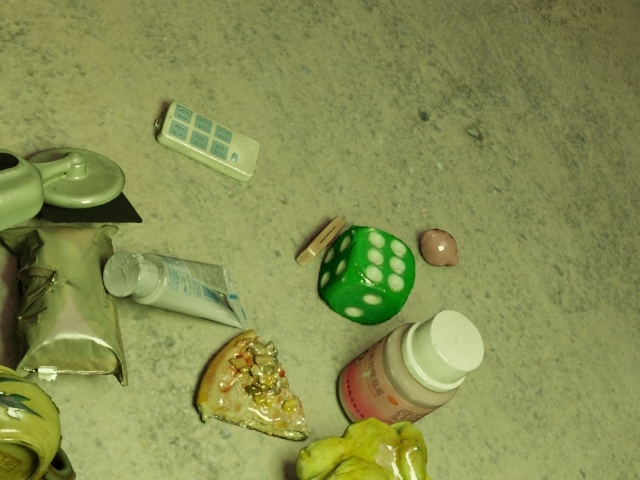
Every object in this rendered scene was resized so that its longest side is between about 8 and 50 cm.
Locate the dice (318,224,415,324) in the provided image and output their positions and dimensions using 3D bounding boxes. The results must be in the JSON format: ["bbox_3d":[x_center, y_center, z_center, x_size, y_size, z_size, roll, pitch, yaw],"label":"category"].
[{"bbox_3d":[0.080,0.058,1.896,0.131,0.120,0.128,26,50,-18],"label":"dice"}]

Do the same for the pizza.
[{"bbox_3d":[-0.087,0.239,1.706,0.195,0.052,0.185,40,49,-7],"label":"pizza"}]

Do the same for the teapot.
[{"bbox_3d":[-0.414,0.229,1.412,0.269,0.173,0.182,41,13,-46],"label":"teapot"}]

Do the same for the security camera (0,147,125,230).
[{"bbox_3d":[-0.422,-0.093,1.633,0.301,0.080,0.157,-21,43,-42],"label":"security camera"}]

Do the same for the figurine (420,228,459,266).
[{"bbox_3d":[0.220,0.016,2.061,0.083,0.071,0.067,44,87,7],"label":"figurine"}]

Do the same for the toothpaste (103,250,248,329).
[{"bbox_3d":[-0.206,0.069,1.675,0.299,0.073,0.114,19,44,-60],"label":"toothpaste"}]

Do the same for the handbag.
[{"bbox_3d":[-0.363,0.082,1.571,0.183,0.117,0.270,4,56,-24],"label":"handbag"}]

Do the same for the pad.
[{"bbox_3d":[-0.360,-0.057,1.703,0.157,0.003,0.112,0,34,-36],"label":"pad"}]

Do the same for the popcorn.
[{"bbox_3d":[0.068,0.391,1.597,0.276,0.225,0.276,55,17,-26],"label":"popcorn"}]

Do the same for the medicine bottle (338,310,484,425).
[{"bbox_3d":[0.142,0.206,1.753,0.147,0.247,0.147,18,52,-25],"label":"medicine bottle"}]

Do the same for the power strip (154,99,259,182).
[{"bbox_3d":[-0.191,-0.167,1.911,0.192,0.035,0.081,25,50,-19],"label":"power strip"}]

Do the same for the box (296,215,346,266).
[{"bbox_3d":[0.000,0.000,1.927,0.025,0.048,0.115,48,46,-5],"label":"box"}]
